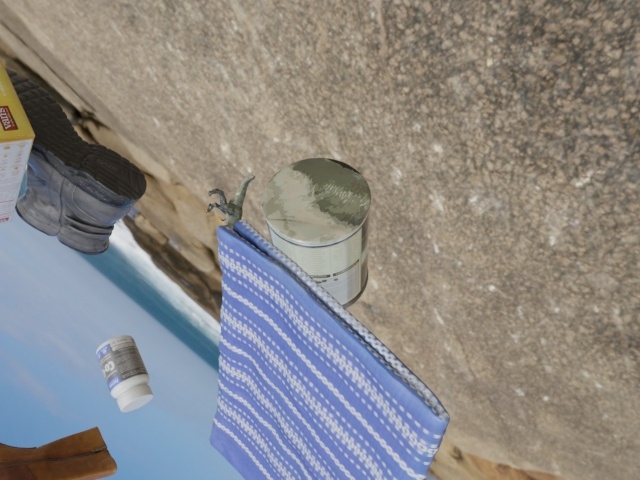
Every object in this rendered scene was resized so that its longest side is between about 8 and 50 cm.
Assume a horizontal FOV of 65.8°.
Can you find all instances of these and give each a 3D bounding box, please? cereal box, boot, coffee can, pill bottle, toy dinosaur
[{"bbox_3d":[-0.448,-0.143,0.653,0.240,0.047,0.173,-33,82,47],"label":"cereal box"},{"bbox_3d":[-0.489,-0.118,0.851,0.338,0.118,0.222,43,126,-14],"label":"boot"},{"bbox_3d":[0.000,0.000,1.005,0.201,0.201,0.275,32,154,23],"label":"coffee can"},{"bbox_3d":[-0.394,0.269,1.001,0.137,0.078,0.078,57,168,24],"label":"pill bottle"},{"bbox_3d":[-0.621,0.447,1.073,0.280,0.096,0.264,-4,-156,-46],"label":"boot"},{"bbox_3d":[-0.276,-0.100,1.467,0.118,0.064,0.268,22,122,0],"label":"toy dinosaur"}]

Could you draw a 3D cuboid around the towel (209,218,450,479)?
[{"bbox_3d":[-0.027,0.174,0.454,0.243,0.040,0.336,39,136,32],"label":"towel"}]
